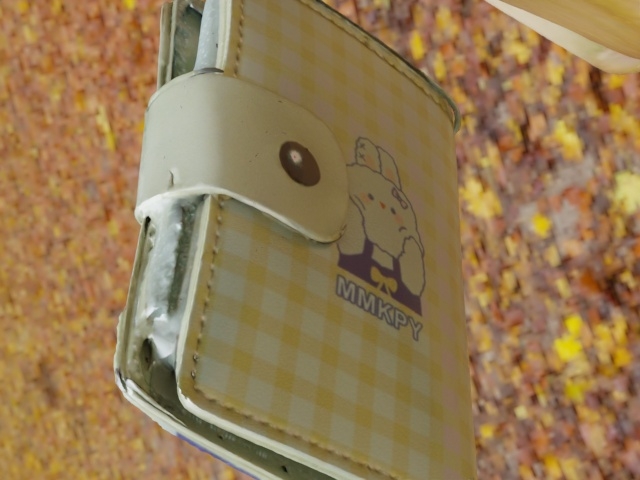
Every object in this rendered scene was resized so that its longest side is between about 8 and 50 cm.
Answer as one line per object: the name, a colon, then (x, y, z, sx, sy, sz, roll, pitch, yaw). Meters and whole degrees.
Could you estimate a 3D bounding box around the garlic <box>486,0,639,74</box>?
garlic: (0.066, -0.144, 0.534, 0.217, 0.228, 0.110, -100, 31, -80)

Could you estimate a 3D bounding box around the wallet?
wallet: (0.000, 0.000, 0.758, 0.077, 0.223, 0.309, -34, 37, 32)
